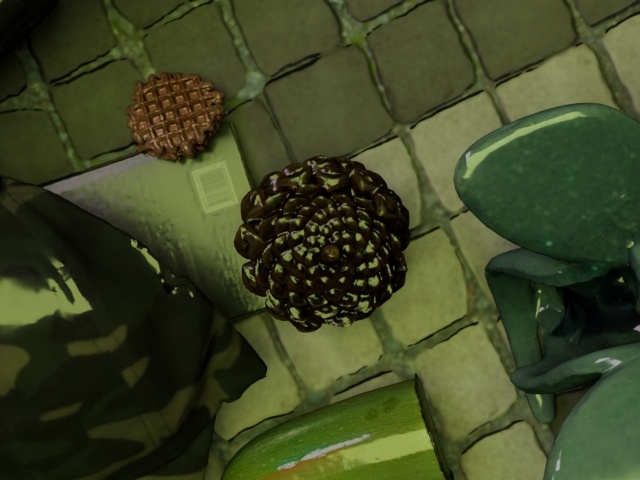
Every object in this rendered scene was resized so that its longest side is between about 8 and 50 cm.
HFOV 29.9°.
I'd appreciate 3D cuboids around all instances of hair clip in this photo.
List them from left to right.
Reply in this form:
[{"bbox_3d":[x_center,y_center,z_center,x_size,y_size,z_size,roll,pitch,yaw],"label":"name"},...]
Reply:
[{"bbox_3d":[0.273,0.028,0.838,0.318,0.238,0.392,-17,89,7],"label":"hair clip"}]

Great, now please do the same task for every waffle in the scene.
[{"bbox_3d":[-0.117,-0.102,0.971,0.083,0.029,0.075,17,74,15],"label":"waffle"}]

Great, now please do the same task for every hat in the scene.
[{"bbox_3d":[-0.250,0.160,0.897,0.366,0.257,0.381,8,76,18],"label":"hat"}]

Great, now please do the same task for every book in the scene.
[{"bbox_3d":[-0.156,0.011,0.990,0.228,0.024,0.160,-18,88,6],"label":"book"}]

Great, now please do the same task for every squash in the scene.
[{"bbox_3d":[0.003,0.175,0.944,0.188,0.095,0.095,-18,89,7],"label":"squash"}]

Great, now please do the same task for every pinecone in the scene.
[{"bbox_3d":[0.002,0.000,0.923,0.140,0.121,0.140,2,107,6],"label":"pinecone"}]

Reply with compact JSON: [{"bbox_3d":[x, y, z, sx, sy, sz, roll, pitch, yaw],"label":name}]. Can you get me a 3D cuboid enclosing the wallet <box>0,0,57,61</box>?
[{"bbox_3d":[-0.336,-0.087,0.938,0.321,0.170,0.044,-42,102,5],"label":"wallet"}]
